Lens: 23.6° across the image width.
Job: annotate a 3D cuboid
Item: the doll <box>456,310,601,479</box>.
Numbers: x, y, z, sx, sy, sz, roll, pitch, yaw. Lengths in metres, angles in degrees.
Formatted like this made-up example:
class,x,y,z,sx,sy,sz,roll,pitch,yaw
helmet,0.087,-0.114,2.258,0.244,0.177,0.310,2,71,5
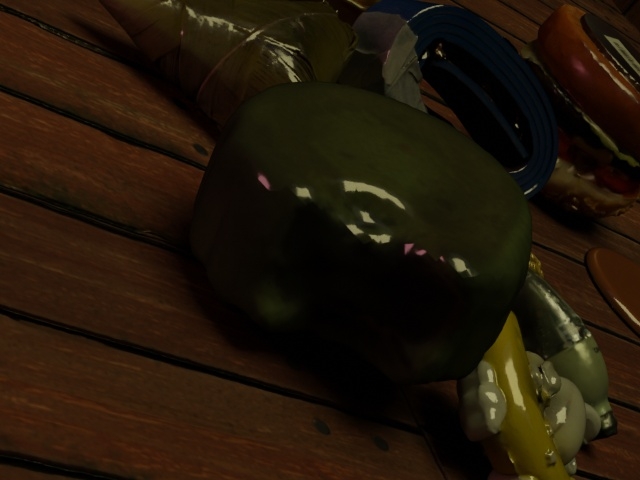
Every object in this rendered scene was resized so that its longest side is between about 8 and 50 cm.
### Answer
class,x,y,z,sx,sy,sz,roll,pitch,yaw
doll,0.225,0.197,1.655,0.237,0.111,0.252,53,27,-18

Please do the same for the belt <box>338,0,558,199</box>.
class,x,y,z,sx,sy,sz,roll,pitch,yaw
belt,0.177,-0.182,2.081,0.347,0.212,0.117,41,-10,-35

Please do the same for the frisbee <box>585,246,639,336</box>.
class,x,y,z,sx,sy,sz,roll,pitch,yaw
frisbee,0.513,0.102,2.406,0.250,0.021,0.251,33,25,-18

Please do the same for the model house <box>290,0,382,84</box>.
class,x,y,z,sx,sy,sz,roll,pitch,yaw
model house,0.029,-0.326,2.176,0.239,0.173,0.268,35,27,-16

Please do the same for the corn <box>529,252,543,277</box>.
class,x,y,z,sx,sy,sz,roll,pitch,yaw
corn,0.185,0.020,1.934,0.291,0.101,0.101,22,30,-48

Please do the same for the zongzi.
class,x,y,z,sx,sy,sz,roll,pitch,yaw
zongzi,-0.112,-0.265,1.861,0.300,0.145,0.274,37,33,-4

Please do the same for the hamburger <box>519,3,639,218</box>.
class,x,y,z,sx,sy,sz,roll,pitch,yaw
hamburger,0.429,-0.199,2.502,0.330,0.250,0.330,38,23,-20

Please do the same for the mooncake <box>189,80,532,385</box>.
class,x,y,z,sx,sy,sz,roll,pitch,yaw
mooncake,0.041,-0.010,1.567,0.351,0.187,0.351,17,31,-10

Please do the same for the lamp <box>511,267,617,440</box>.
class,x,y,z,sx,sy,sz,roll,pitch,yaw
lamp,0.285,0.132,1.866,0.101,0.101,0.250,-8,68,-61
